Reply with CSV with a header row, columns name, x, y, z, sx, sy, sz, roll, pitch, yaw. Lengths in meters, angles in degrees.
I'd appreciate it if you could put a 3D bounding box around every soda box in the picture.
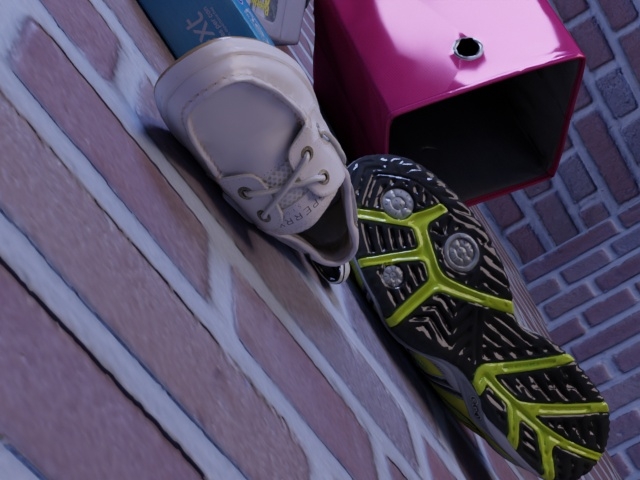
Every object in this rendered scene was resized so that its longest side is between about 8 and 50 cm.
name,x,y,z,sx,sy,sz,roll,pitch,yaw
soda box,-0.081,-0.163,0.921,0.210,0.067,0.071,57,11,-14

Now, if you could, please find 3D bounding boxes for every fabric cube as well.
name,x,y,z,sx,sy,sz,roll,pitch,yaw
fabric cube,0.149,-0.209,1.388,0.259,0.254,0.258,88,-18,-59

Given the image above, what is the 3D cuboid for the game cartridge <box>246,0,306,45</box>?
name,x,y,z,sx,sy,sz,roll,pitch,yaw
game cartridge,-0.082,-0.307,1.071,0.294,0.060,0.196,24,77,-65

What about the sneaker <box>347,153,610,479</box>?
name,x,y,z,sx,sy,sz,roll,pitch,yaw
sneaker,0.128,0.088,1.116,0.384,0.145,0.147,56,-20,-4

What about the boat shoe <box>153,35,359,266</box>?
name,x,y,z,sx,sy,sz,roll,pitch,yaw
boat shoe,-0.025,-0.052,0.797,0.096,0.098,0.277,64,10,25

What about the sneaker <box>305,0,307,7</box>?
name,x,y,z,sx,sy,sz,roll,pitch,yaw
sneaker,-0.087,-0.304,1.279,0.290,0.106,0.123,53,45,-69

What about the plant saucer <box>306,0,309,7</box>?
name,x,y,z,sx,sy,sz,roll,pitch,yaw
plant saucer,-0.109,-0.445,1.462,0.317,0.044,0.317,49,7,-8

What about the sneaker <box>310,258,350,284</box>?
name,x,y,z,sx,sy,sz,roll,pitch,yaw
sneaker,0.000,0.000,0.943,0.083,0.032,0.037,58,11,-2
